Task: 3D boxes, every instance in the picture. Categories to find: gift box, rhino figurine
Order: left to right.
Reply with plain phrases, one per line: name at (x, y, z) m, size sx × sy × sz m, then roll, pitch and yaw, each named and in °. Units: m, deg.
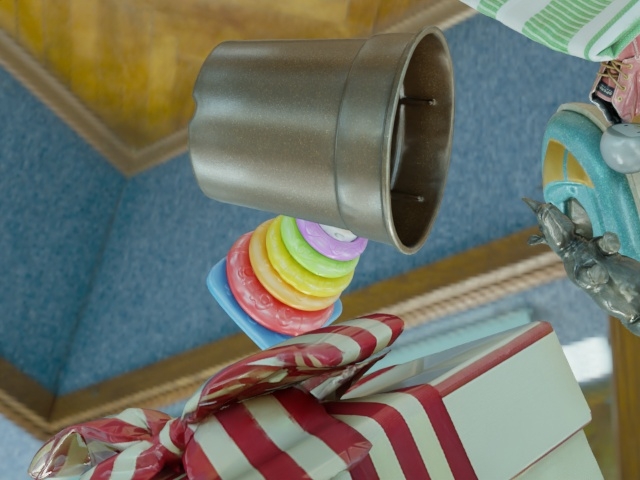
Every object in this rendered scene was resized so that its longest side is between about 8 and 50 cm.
gift box at (-0.017, 0.180, 0.470) m, size 0.255 × 0.276 × 0.258 m, roll -25°, pitch 86°, yaw 40°
rhino figurine at (0.331, 0.030, 1.426) m, size 0.243 × 0.073 × 0.106 m, roll 41°, pitch 175°, yaw 9°

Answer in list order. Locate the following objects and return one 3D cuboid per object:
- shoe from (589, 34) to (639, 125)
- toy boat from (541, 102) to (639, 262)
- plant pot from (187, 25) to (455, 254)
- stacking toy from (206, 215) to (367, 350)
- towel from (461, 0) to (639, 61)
shoe at (0.358, -0.204, 1.416) m, size 0.081 × 0.063 × 0.178 m, roll -46°, pitch 141°, yaw -7°
toy boat at (0.375, -0.081, 1.553) m, size 0.148 × 0.267 × 0.318 m, roll -14°, pitch 164°, yaw -19°
plant pot at (0.000, -0.084, 0.897) m, size 0.165 × 0.167 × 0.167 m, roll 9°, pitch 141°, yaw 20°
stacking toy at (0.000, 0.000, 1.537) m, size 0.166 × 0.175 × 0.302 m, roll 48°, pitch 132°, yaw 6°
towel at (0.292, -0.340, 1.380) m, size 0.248 × 0.325 × 0.038 m, roll -44°, pitch 135°, yaw -3°
